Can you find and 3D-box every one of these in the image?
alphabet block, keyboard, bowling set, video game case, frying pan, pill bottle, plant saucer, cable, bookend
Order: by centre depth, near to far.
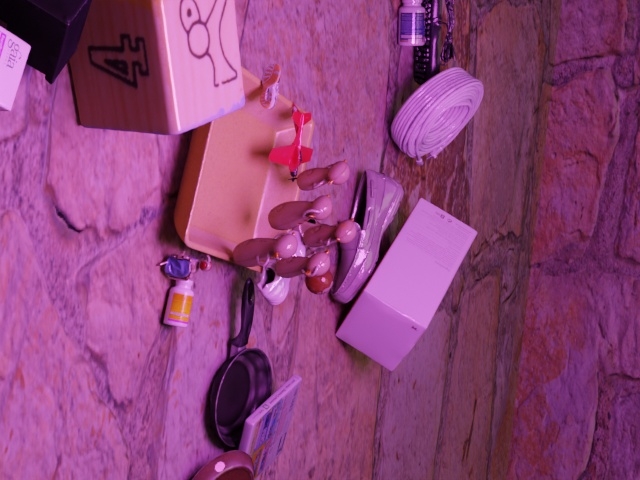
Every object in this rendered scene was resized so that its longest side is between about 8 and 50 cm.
[{"bbox_3d":[-0.393,-0.308,1.239,0.072,0.156,0.157,-65,-169,-29],"label":"bookend"},{"bbox_3d":[-0.246,-0.280,1.409,0.192,0.193,0.197,-36,127,-54],"label":"alphabet block"},{"bbox_3d":[-0.247,0.109,1.656,0.043,0.043,0.083,21,79,-61],"label":"pill bottle"},{"bbox_3d":[0.000,0.000,1.720,0.200,0.154,0.287,51,54,-23],"label":"bowling set"},{"bbox_3d":[-0.150,-0.122,1.738,0.333,0.081,0.333,25,74,-60],"label":"plant saucer"},{"bbox_3d":[-0.189,0.481,1.807,0.168,0.029,0.168,-25,131,-32],"label":"plant saucer"},{"bbox_3d":[-0.169,0.253,1.824,0.197,0.053,0.326,-49,137,-44],"label":"frying pan"},{"bbox_3d":[-0.114,0.401,1.925,0.193,0.023,0.212,-36,147,-54],"label":"video game case"},{"bbox_3d":[0.225,-0.542,2.320,0.067,0.067,0.120,-24,118,-57],"label":"pill bottle"},{"bbox_3d":[0.276,-0.538,2.322,0.033,0.201,0.317,-7,106,-23],"label":"keyboard"},{"bbox_3d":[0.291,-0.316,2.340,0.257,0.089,0.257,-42,160,8],"label":"cable"}]

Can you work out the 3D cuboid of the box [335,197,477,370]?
[{"bbox_3d":[0.208,0.103,2.263,0.345,0.168,0.215,-55,176,-40],"label":"box"}]

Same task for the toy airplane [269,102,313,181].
[{"bbox_3d":[-0.045,-0.187,1.799,0.151,0.028,0.151,-22,116,-56],"label":"toy airplane"}]

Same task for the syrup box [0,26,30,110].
[{"bbox_3d":[-0.468,-0.242,1.118,0.237,0.096,0.093,32,69,-58],"label":"syrup box"}]

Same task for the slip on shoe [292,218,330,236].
[{"bbox_3d":[-0.018,-0.030,2.034,0.135,0.051,0.041,-8,107,-52],"label":"slip on shoe"}]

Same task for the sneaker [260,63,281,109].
[{"bbox_3d":[-0.089,-0.277,1.702,0.037,0.031,0.083,25,79,-74],"label":"sneaker"}]

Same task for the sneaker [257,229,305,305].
[{"bbox_3d":[-0.073,0.044,1.781,0.061,0.053,0.152,47,57,-51],"label":"sneaker"}]

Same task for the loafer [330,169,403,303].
[{"bbox_3d":[0.086,-0.011,2.187,0.111,0.112,0.320,26,77,-20],"label":"loafer"}]

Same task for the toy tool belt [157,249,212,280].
[{"bbox_3d":[-0.235,0.043,1.623,0.051,0.083,0.052,12,77,-63],"label":"toy tool belt"}]
